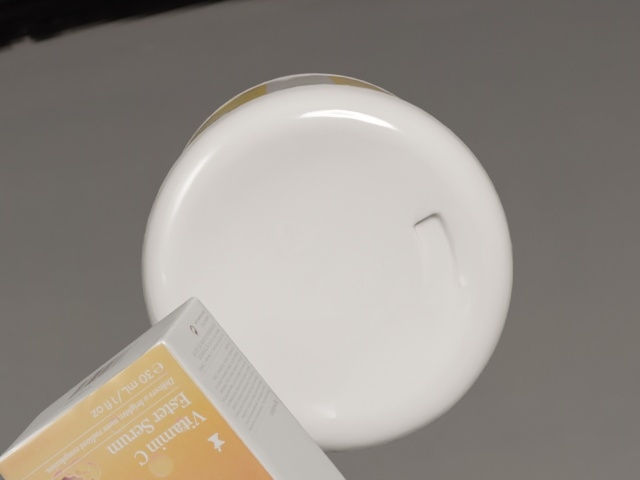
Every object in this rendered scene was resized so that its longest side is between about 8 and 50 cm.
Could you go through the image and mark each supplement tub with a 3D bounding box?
[{"bbox_3d":[0.000,0.000,1.065,0.331,0.241,0.241,-102,177,-82],"label":"supplement tub"}]

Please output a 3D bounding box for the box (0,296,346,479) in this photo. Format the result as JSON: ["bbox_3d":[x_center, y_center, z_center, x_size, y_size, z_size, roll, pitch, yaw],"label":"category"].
[{"bbox_3d":[-0.076,0.144,0.845,0.170,0.130,0.091,51,14,-6],"label":"box"}]
